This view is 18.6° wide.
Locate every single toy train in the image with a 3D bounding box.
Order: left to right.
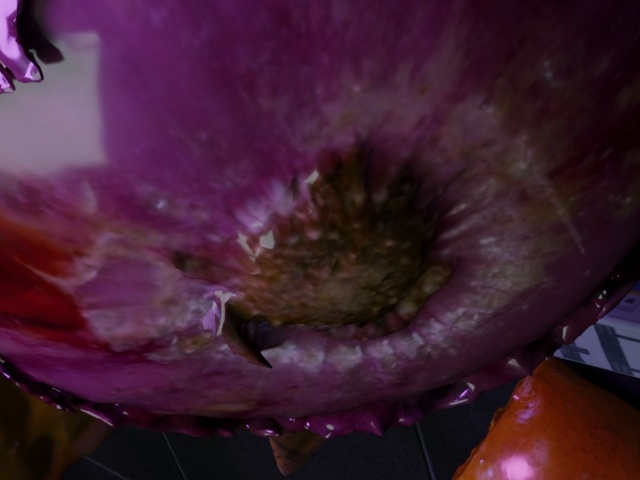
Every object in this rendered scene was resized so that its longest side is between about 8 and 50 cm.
[{"bbox_3d":[0.113,0.028,1.122,0.234,0.051,0.052,13,142,43],"label":"toy train"}]

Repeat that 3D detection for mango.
[{"bbox_3d":[0.190,0.188,1.204,0.252,0.126,0.154,42,167,-10],"label":"mango"}]

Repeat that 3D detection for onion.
[{"bbox_3d":[-0.007,-0.087,0.803,0.358,0.345,0.358,4,122,6],"label":"onion"}]

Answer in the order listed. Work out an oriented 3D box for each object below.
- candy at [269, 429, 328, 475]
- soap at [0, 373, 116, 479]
[{"bbox_3d":[-0.075,0.024,1.307,0.271,0.143,0.101,42,-162,-4],"label":"candy"},{"bbox_3d":[-0.277,0.067,1.442,0.156,0.293,0.335,22,153,30],"label":"soap"}]
